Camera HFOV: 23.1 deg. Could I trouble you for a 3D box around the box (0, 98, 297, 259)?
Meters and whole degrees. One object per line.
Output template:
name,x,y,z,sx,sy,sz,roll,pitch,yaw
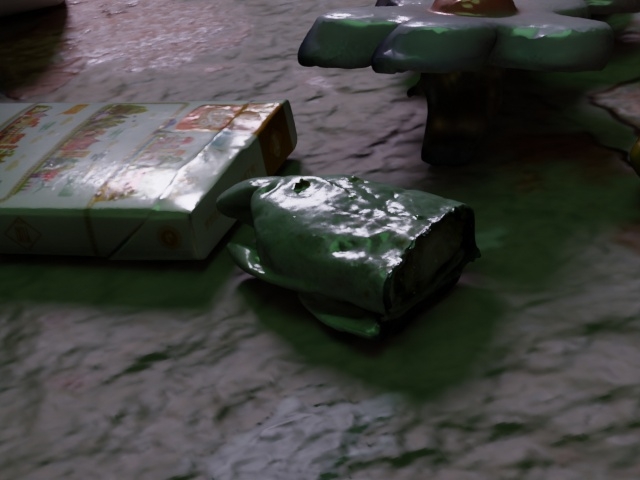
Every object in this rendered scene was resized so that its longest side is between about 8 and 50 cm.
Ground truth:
box,-0.134,-0.032,0.739,0.220,0.032,0.122,1,28,22

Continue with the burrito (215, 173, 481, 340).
burrito,0.003,-0.002,0.625,0.118,0.044,0.074,21,44,39

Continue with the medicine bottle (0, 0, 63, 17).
medicine bottle,-0.287,-0.191,0.983,0.237,0.139,0.139,-13,27,-6

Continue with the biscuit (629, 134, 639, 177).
biscuit,0.240,-0.054,0.650,0.174,0.039,0.183,11,34,37

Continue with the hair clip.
hair clip,0.085,-0.105,0.774,0.146,0.075,0.257,-4,23,22
